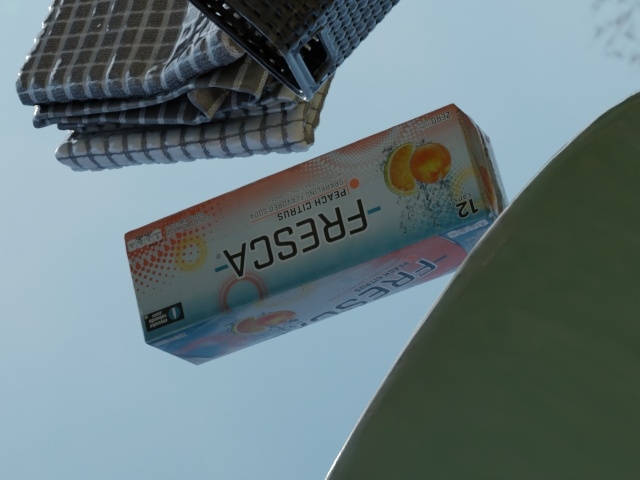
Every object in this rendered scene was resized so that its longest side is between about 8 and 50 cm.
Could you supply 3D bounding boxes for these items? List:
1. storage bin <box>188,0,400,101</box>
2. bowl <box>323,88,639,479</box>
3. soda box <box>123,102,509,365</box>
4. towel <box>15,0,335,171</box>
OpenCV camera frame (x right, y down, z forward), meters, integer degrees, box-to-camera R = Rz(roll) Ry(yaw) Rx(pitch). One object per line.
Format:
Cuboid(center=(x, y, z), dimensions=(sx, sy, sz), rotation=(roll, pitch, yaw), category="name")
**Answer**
Cuboid(center=(-0.050, -0.170, 0.887), dimensions=(0.180, 0.084, 0.122), rotation=(41, 177, 13), category="storage bin")
Cuboid(center=(0.107, 0.133, 0.402), dimensions=(0.163, 0.311, 0.311), rotation=(22, -150, 26), category="bowl")
Cuboid(center=(0.000, 0.000, 0.820), dimensions=(0.058, 0.183, 0.063), rotation=(33, -141, -62), category="soda box")
Cuboid(center=(-0.101, -0.196, 1.367), dimensions=(0.235, 0.121, 0.283), rotation=(-3, -130, 27), category="towel")
